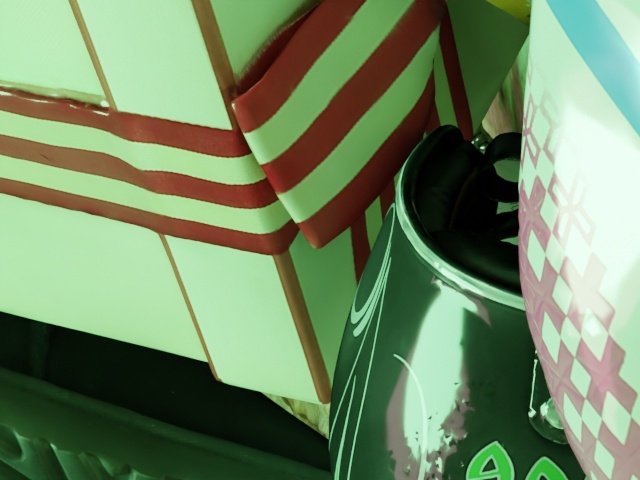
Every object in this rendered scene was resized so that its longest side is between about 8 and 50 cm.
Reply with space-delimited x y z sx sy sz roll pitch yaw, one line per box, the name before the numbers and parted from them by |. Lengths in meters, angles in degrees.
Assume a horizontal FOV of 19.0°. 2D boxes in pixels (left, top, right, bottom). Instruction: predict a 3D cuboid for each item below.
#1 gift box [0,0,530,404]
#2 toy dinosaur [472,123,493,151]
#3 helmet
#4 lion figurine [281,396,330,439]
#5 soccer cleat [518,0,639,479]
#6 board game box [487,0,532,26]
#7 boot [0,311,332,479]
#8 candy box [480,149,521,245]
gift box | -0.047 -0.105 0.699 0.255 0.258 0.276 -62 -31 -30
toy dinosaur | 0.067 0.034 1.030 0.200 0.127 0.295 -115 28 -49
helmet | 0.080 0.056 0.578 0.169 0.169 0.161 -106 15 -60
lion figurine | 0.000 0.000 1.337 0.392 0.142 0.240 62 -175 27
soccer cleat | 0.097 -0.051 0.400 0.143 0.116 0.331 -142 44 -89
board game box | 0.064 -0.128 0.545 0.259 0.039 0.124 6 -96 -68
boot | -0.076 -0.001 0.951 0.146 0.367 0.445 -47 28 29
candy box | 0.109 0.080 0.828 0.196 0.070 0.164 85 175 -46
